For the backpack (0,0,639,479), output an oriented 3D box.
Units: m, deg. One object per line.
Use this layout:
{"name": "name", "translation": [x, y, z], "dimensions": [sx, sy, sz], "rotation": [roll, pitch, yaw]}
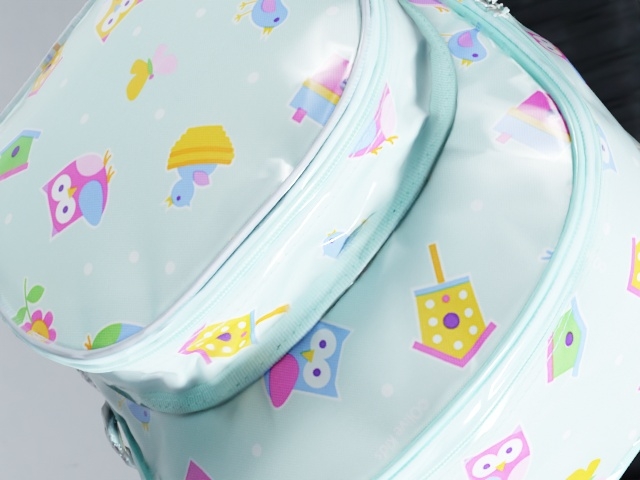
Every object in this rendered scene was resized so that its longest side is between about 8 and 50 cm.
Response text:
{"name": "backpack", "translation": [0.000, 0.000, 0.385], "dimensions": [0.166, 0.188, 0.144], "rotation": [-49, 142, 2]}
